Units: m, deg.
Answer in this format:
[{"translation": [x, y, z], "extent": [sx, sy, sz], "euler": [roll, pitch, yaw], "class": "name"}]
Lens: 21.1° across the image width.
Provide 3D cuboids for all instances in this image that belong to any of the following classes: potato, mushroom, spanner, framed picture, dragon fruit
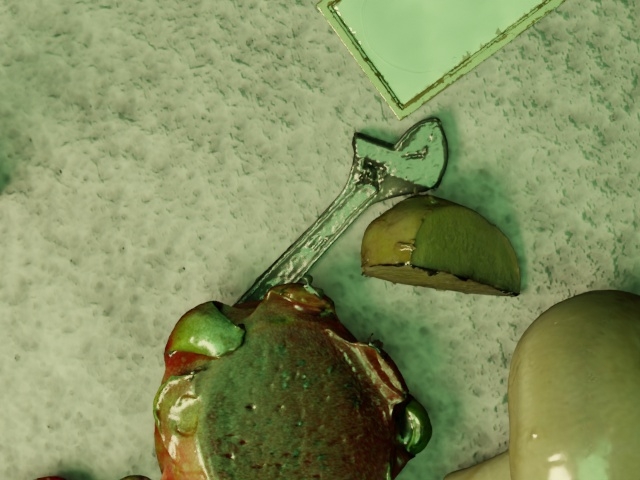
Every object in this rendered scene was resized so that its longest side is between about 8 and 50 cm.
[{"translation": [0.106, -0.002, 1.600], "extent": [0.100, 0.172, 0.089], "euler": [-4, 78, 46], "class": "potato"}, {"translation": [0.233, 0.195, 1.554], "extent": [0.290, 0.292, 0.293], "euler": [-21, 98, 38], "class": "mushroom"}, {"translation": [0.000, 0.000, 1.639], "extent": [0.093, 0.026, 0.325], "euler": [43, 102, -3], "class": "spanner"}, {"translation": [0.115, -0.224, 1.596], "extent": [0.201, 0.010, 0.136], "euler": [-36, 94, 10], "class": "framed picture"}, {"translation": [-0.032, 0.184, 1.593], "extent": [0.268, 0.130, 0.295], "euler": [-28, 89, -25], "class": "dragon fruit"}]

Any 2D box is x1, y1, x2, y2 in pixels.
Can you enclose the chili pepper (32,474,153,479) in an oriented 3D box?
[{"translation": [-0.271, 0.302, 1.661], "extent": [0.338, 0.131, 0.134], "euler": [-46, 68, 15], "class": "chili pepper"}]
